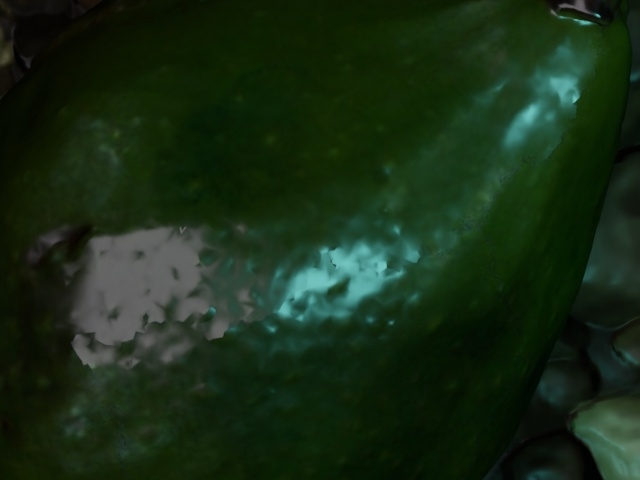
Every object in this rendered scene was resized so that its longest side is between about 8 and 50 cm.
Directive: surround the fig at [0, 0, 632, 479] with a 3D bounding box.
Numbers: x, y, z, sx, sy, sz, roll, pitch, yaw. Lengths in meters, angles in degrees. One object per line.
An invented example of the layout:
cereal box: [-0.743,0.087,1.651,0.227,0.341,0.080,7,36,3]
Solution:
fig: [0.000,0.000,0.508,0.245,0.195,0.195,-29,84,33]
